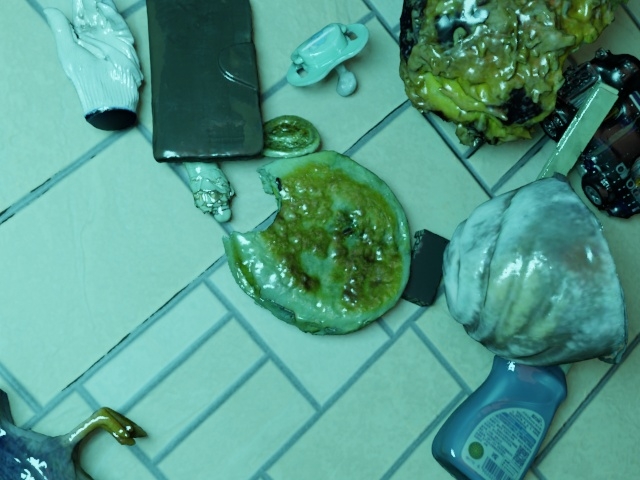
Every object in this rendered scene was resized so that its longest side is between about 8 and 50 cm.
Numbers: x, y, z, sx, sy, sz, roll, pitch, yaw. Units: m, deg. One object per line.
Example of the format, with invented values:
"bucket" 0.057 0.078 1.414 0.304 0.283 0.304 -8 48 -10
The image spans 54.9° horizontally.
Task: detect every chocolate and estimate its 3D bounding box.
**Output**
"chocolate" 0.300 0.069 0.947 0.213 0.303 0.303 -15 87 3

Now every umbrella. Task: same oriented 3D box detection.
"umbrella" -0.171 -0.093 0.928 0.067 0.062 0.143 -24 89 -49

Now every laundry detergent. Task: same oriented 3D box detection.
"laundry detergent" 0.312 0.272 1.005 0.143 0.094 0.290 43 70 -1

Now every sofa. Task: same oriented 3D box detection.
"sofa" 0.169 0.045 1.016 0.060 0.039 0.117 24 76 -13

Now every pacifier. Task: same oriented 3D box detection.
"pacifier" 0.018 -0.286 0.999 0.150 0.127 0.116 -41 132 -1

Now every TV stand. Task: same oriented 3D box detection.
"TV stand" 0.419 -0.151 1.049 0.036 0.042 0.249 28 111 2

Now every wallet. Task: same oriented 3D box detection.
"wallet" -0.176 -0.260 0.928 0.165 0.042 0.309 -3 71 -13

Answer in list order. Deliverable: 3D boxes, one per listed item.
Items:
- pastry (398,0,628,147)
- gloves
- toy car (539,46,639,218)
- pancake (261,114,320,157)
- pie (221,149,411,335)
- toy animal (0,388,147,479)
"pastry" 0.283 -0.373 0.981 0.337 0.292 0.405 36 84 2
"gloves" -0.323 -0.271 0.885 0.119 0.097 0.229 -11 90 -22
"toy car" 0.523 -0.181 1.112 0.193 0.118 0.301 -35 97 1
"pancake" -0.053 -0.162 0.965 0.108 0.017 0.108 0 46 0
"pie" 0.007 0.003 0.957 0.303 0.067 0.302 3 79 -18
"toy animal" -0.329 0.298 0.791 0.298 0.122 0.185 36 74 -8
